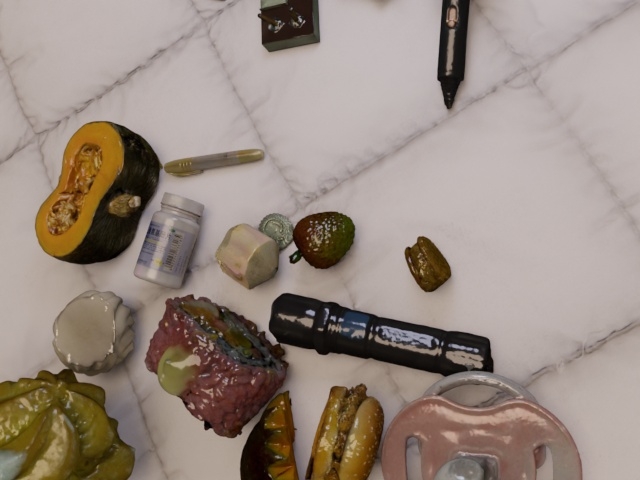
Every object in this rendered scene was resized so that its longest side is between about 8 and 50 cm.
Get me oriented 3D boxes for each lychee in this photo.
[{"bbox_3d":[0.000,0.000,1.410,0.146,0.114,0.114,-32,71,-2],"label":"lychee"}]

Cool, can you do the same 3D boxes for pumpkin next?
[{"bbox_3d":[-0.467,-0.091,1.573,0.222,0.139,0.317,24,87,24],"label":"pumpkin"},{"bbox_3d":[-0.108,0.420,1.356,0.149,0.130,0.254,-16,76,15],"label":"pumpkin"}]

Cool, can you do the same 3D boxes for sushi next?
[{"bbox_3d":[-0.211,0.232,1.376,0.270,0.236,0.171,40,104,23],"label":"sushi"}]

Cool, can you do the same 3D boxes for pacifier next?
[{"bbox_3d":[0.255,0.377,1.199,0.332,0.220,0.273,-1,34,20],"label":"pacifier"}]

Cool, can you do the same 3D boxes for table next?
[{"bbox_3d":[-0.078,-0.542,1.544,0.122,0.111,0.240,-7,77,18],"label":"table"}]

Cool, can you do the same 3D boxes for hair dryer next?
[{"bbox_3d":[0.256,-0.431,1.390,0.107,0.189,0.352,4,94,21],"label":"hair dryer"}]

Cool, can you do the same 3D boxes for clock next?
[{"bbox_3d":[-0.092,-0.019,1.500,0.074,0.010,0.083,-44,69,7],"label":"clock"}]

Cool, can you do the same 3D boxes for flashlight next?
[{"bbox_3d":[0.110,0.180,1.355,0.424,0.103,0.103,10,83,18],"label":"flashlight"}]

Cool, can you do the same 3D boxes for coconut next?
[{"bbox_3d":[-0.137,0.036,1.450,0.122,0.116,0.116,31,90,26],"label":"coconut"}]

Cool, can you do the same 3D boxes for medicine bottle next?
[{"bbox_3d":[-0.313,0.001,1.521,0.103,0.103,0.186,17,86,21],"label":"medicine bottle"}]

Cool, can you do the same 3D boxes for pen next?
[{"bbox_3d":[-0.230,-0.166,1.565,0.233,0.032,0.040,-5,101,17],"label":"pen"}]

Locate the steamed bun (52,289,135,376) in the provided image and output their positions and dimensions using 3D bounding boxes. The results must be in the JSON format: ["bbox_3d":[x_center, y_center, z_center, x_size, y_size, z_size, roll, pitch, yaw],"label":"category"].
[{"bbox_3d":[-0.468,0.197,1.535,0.183,0.106,0.182,-2,81,15],"label":"steamed bun"}]

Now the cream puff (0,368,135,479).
[{"bbox_3d":[-0.535,0.378,1.385,0.378,0.378,0.275,6,88,20],"label":"cream puff"}]

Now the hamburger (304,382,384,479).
[{"bbox_3d":[0.050,0.348,1.296,0.118,0.182,0.191,13,75,5],"label":"hamburger"}]

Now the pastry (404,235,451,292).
[{"bbox_3d":[0.196,0.044,1.345,0.057,0.097,0.109,-36,37,20],"label":"pastry"}]
